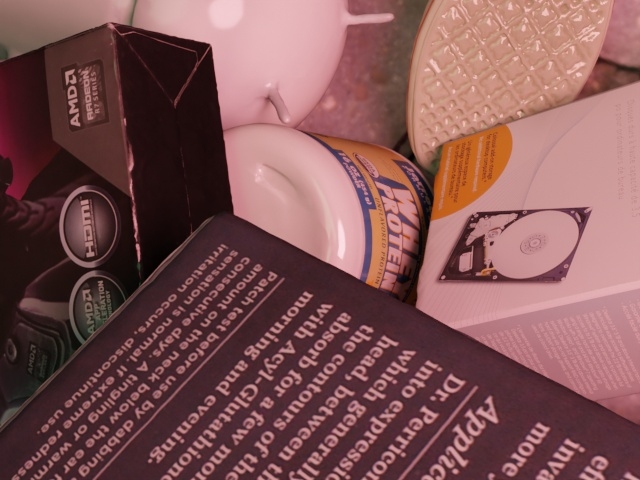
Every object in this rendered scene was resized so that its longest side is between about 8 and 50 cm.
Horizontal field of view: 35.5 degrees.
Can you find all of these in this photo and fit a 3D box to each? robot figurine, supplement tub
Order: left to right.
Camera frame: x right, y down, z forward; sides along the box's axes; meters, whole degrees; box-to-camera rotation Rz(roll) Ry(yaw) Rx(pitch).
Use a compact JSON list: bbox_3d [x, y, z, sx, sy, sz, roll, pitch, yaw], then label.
[{"bbox_3d":[-0.125,-0.185,0.748,0.353,0.200,0.300,26,71,27],"label":"robot figurine"},{"bbox_3d":[0.000,0.000,0.678,0.144,0.200,0.144,0,90,29],"label":"supplement tub"}]

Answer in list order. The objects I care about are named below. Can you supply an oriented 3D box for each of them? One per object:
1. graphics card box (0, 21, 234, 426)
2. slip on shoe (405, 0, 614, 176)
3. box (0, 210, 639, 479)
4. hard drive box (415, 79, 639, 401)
[{"bbox_3d":[-0.220,0.022,0.644,0.371,0.094,0.232,-9,86,32],"label":"graphics card box"},{"bbox_3d":[0.136,-0.196,0.671,0.123,0.101,0.331,10,109,-6],"label":"slip on shoe"},{"bbox_3d":[0.068,0.208,0.406,0.395,0.293,0.212,27,67,41],"label":"box"},{"bbox_3d":[0.184,-0.006,0.588,0.232,0.181,0.089,-16,127,27],"label":"hard drive box"}]
